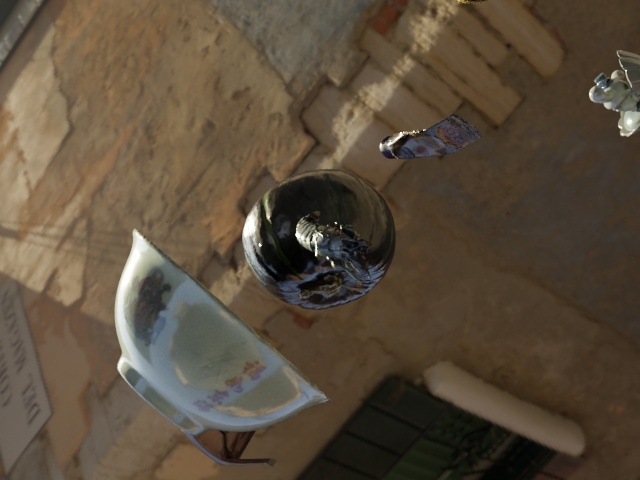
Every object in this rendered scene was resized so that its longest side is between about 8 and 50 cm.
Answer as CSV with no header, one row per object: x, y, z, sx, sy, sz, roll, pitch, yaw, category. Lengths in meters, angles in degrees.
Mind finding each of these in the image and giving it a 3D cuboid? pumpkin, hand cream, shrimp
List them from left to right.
0.000,0.000,1.600,0.323,0.323,0.241,25,-142,-51,pumpkin
0.013,0.010,1.115,0.174,0.076,0.082,29,135,53,shrimp
0.147,-0.142,1.089,0.062,0.039,0.163,34,158,-28,hand cream

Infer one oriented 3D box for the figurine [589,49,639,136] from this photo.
0.366,-0.182,0.929,0.086,0.082,0.094,32,-141,-17,figurine

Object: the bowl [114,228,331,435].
-0.206,0.194,1.290,0.435,0.196,0.435,39,171,7,bowl

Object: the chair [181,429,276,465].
-0.210,0.355,1.576,0.175,0.326,0.183,46,-133,-16,chair

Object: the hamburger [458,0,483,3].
0.325,-0.554,1.502,0.118,0.191,0.182,60,176,18,hamburger
